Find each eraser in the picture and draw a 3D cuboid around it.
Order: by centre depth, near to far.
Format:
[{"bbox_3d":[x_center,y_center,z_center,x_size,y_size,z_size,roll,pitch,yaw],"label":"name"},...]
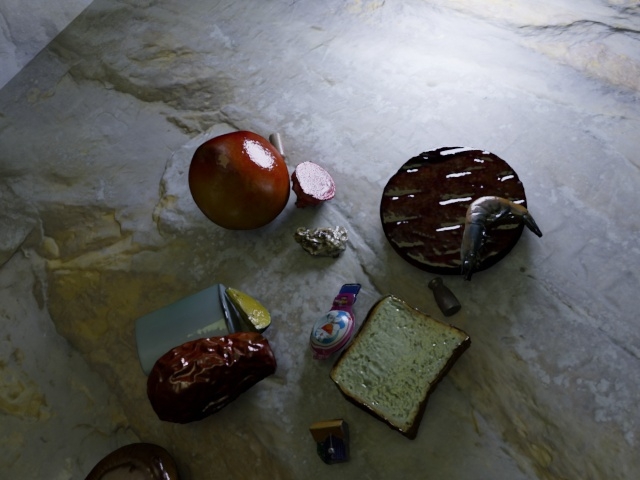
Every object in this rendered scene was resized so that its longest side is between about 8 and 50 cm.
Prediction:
[{"bbox_3d":[-0.387,0.261,1.647,0.289,0.104,0.189,-23,64,5],"label":"eraser"}]

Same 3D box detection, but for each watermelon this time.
[{"bbox_3d":[-0.192,0.204,1.628,0.075,0.092,0.181,-33,50,-17],"label":"watermelon"}]

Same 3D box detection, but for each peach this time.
[{"bbox_3d":[-0.248,-0.184,1.703,0.307,0.332,0.308,-13,62,26],"label":"peach"}]

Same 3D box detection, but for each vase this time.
[{"bbox_3d":[0.329,0.149,1.513,0.053,0.053,0.101,-29,55,1],"label":"vase"}]

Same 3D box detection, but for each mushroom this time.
[{"bbox_3d":[-0.468,0.663,1.376,0.345,0.260,0.346,-7,62,13],"label":"mushroom"}]

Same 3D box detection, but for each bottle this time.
[{"bbox_3d":[-0.145,-0.313,1.900,0.045,0.045,0.097,-18,62,8],"label":"bottle"}]

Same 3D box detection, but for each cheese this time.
[{"bbox_3d":[0.043,0.217,1.550,0.155,0.062,0.244,-5,49,45],"label":"cheese"}]

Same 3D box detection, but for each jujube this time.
[{"bbox_3d":[-0.285,0.353,1.503,0.342,0.216,0.216,-19,60,-2],"label":"jujube"}]

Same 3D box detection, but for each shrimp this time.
[{"bbox_3d":[0.462,0.001,1.454,0.198,0.051,0.262,12,63,18],"label":"shrimp"}]

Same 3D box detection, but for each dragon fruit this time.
[{"bbox_3d":[-0.042,-0.162,1.766,0.111,0.153,0.153,-42,50,39],"label":"dragon fruit"}]

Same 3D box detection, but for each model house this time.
[{"bbox_3d":[0.022,0.498,1.401,0.087,0.100,0.101,-10,62,12],"label":"model house"}]

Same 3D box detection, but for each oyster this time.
[{"bbox_3d":[0.000,0.003,1.691,0.165,0.053,0.109,-4,73,7],"label":"oyster"}]

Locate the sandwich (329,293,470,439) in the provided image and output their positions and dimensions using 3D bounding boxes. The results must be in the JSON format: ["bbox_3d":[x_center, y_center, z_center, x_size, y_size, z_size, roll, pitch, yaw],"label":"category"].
[{"bbox_3d":[0.194,0.311,1.446,0.271,0.099,0.301,27,76,33],"label":"sandwich"}]

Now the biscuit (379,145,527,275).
[{"bbox_3d":[0.372,-0.086,1.600,0.407,0.091,0.408,-6,61,11],"label":"biscuit"}]
